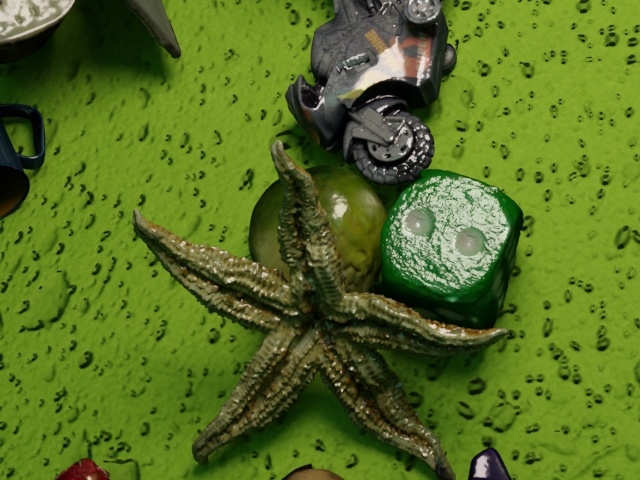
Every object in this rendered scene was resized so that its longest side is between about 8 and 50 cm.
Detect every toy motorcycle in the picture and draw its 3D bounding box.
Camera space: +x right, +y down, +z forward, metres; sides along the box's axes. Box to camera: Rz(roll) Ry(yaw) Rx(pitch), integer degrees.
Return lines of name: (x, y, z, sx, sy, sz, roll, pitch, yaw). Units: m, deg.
toy motorcycle: (0.053, -0.198, 1.216, 0.173, 0.108, 0.307, 1, 67, 18)

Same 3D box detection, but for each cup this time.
cup: (-0.392, -0.100, 1.285, 0.113, 0.150, 0.138, -45, 60, 31)

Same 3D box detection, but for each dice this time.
dice: (0.126, 0.014, 1.102, 0.120, 0.128, 0.130, 17, 72, 16)

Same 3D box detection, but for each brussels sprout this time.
brussels sprout: (0.002, -0.001, 1.143, 0.155, 0.117, 0.155, 3, 99, 16)

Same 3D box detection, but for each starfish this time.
starfish: (0.003, 0.072, 1.055, 0.347, 0.078, 0.357, 8, 116, 13)

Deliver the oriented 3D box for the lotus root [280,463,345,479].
lotus root: (0.015, 0.302, 1.015, 0.118, 0.125, 0.220, -28, 58, 0)

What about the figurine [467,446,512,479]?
figurine: (0.205, 0.381, 0.936, 0.193, 0.154, 0.420, -13, 62, -9)

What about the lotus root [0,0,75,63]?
lotus root: (-0.355, -0.326, 1.283, 0.149, 0.260, 0.267, -18, 91, -17)

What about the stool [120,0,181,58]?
stool: (-0.133, -0.392, 1.255, 0.244, 0.170, 0.269, -29, 56, 12)

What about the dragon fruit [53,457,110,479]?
dragon fruit: (-0.217, 0.306, 1.090, 0.094, 0.094, 0.190, -23, 78, 3)
